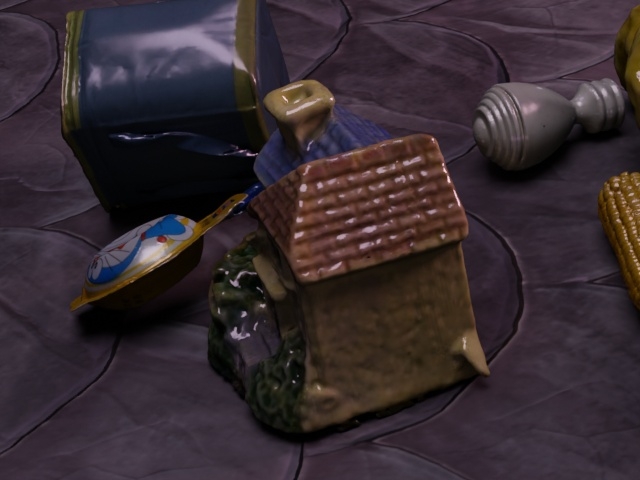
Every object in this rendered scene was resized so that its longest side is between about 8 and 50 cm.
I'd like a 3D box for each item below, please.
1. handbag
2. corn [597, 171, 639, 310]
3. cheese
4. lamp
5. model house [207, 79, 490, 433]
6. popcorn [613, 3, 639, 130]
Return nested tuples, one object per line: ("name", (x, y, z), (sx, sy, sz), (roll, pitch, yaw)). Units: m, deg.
("handbag", (-0.167, -0.170, 1.903), (0.241, 0.263, 0.222), (-4, 60, 7))
("corn", (0.344, 0.002, 1.653), (0.080, 0.080, 0.238), (-11, 34, 2))
("cheese", (-0.165, 0.005, 1.770), (0.270, 0.069, 0.177), (-31, 10, -4))
("lamp", (0.270, -0.147, 1.878), (0.193, 0.106, 0.106), (-16, 33, -18))
("model house", (0.000, 0.000, 1.605), (0.261, 0.266, 0.321), (-17, 34, -14))
("popcorn", (0.471, -0.222, 1.767), (0.292, 0.293, 0.334), (-1, 17, 13))
